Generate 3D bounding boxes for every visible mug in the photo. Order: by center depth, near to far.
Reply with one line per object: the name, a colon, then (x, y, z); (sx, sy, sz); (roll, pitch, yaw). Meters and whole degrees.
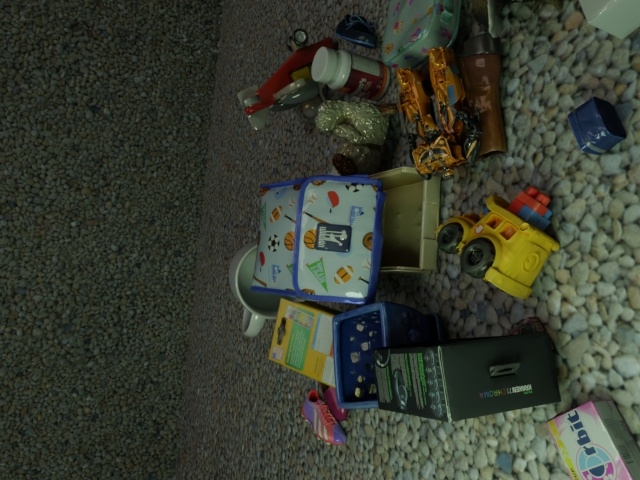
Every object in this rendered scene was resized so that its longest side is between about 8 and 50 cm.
mug: (-0.221, 0.177, 1.931); (0.328, 0.276, 0.374); (-174, 99, -72)

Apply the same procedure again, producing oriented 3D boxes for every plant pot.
plant pot: (0.177, 0.285, 1.263); (0.236, 0.212, 0.236); (-29, 59, 56)

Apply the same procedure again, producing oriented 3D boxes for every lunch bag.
lunch bag: (0.494, -0.207, 0.936); (0.065, 0.067, 0.099); (-42, 48, 50)
lunch bag: (0.272, -0.585, 1.348); (0.224, 0.107, 0.279); (-12, 64, 57)
lunch bag: (0.000, 0.000, 1.385); (0.385, 0.238, 0.328); (2, 85, 45)

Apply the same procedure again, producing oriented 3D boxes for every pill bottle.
pill bottle: (0.092, -0.508, 1.572); (0.121, 0.221, 0.121); (-20, 67, 59)

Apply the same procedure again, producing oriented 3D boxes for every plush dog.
plush dog: (0.125, -0.283, 1.504); (0.210, 0.262, 0.226); (10, 102, 35)

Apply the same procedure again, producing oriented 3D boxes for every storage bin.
storage bin: (0.194, -0.043, 1.392); (0.260, 0.123, 0.262); (-6, 78, 61)

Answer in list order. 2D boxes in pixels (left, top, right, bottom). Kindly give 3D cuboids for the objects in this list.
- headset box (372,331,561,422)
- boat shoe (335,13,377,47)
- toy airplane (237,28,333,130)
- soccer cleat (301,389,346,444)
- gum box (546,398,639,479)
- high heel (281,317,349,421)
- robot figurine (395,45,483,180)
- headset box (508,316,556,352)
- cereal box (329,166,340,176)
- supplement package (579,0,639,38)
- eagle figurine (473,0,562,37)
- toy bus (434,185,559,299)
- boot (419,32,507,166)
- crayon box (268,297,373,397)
headset box: (0.275, 0.259, 1.005); (0.283, 0.246, 0.131); (147, 119, -67)
boat shoe: (0.113, -0.698, 1.697); (0.258, 0.109, 0.089); (51, 124, 50)
toy airplane: (-0.112, -0.543, 1.901); (0.384, 0.272, 0.386); (-33, 22, 40)
soccer cleat: (0.010, 0.566, 1.651); (0.248, 0.083, 0.095); (18, 96, 64)
gum box: (0.471, 0.367, 0.864); (0.107, 0.062, 0.188); (-53, 41, 43)
high heel: (-0.026, 0.393, 1.640); (0.127, 0.181, 0.377); (-58, 37, 38)
robot figurine: (0.266, -0.285, 1.209); (0.211, 0.085, 0.291); (-19, 78, 51)
headset box: (0.418, 0.196, 1.028); (0.062, 0.032, 0.083); (-55, 41, 41)
cereal box: (0.060, -0.142, 1.734); (0.240, 0.047, 0.173); (-65, 34, 31)
supplement package: (0.518, -0.470, 0.909); (0.105, 0.105, 0.179); (-39, 51, 52)
eagle figurine: (0.382, -0.577, 1.109); (0.298, 0.225, 0.226); (47, 136, 41)
toy bus: (0.372, -0.021, 1.062); (0.211, 0.149, 0.220); (-60, 32, 14)
boot: (0.341, -0.319, 1.257); (0.264, 0.096, 0.281); (-4, 89, 54)
crayon box: (0.012, 0.306, 1.537); (0.322, 0.083, 0.203); (15, 95, 30)
